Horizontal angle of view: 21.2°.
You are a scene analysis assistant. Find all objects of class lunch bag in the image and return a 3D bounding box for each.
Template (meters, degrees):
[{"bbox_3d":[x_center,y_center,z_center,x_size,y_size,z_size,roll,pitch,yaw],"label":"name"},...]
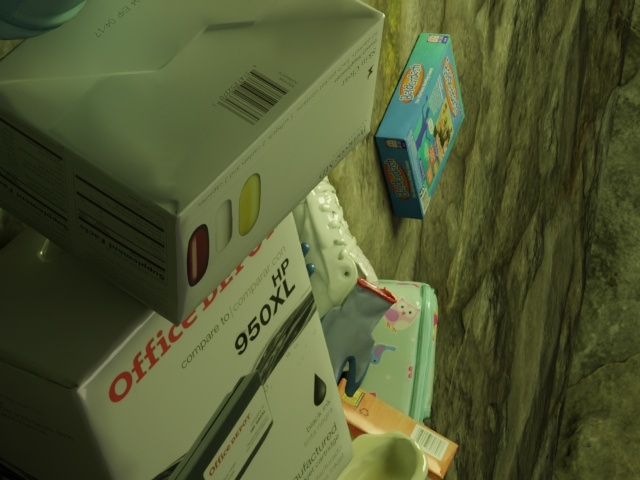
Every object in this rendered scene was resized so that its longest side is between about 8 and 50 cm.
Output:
[{"bbox_3d":[0.085,0.161,2.155,0.279,0.108,0.224,87,7,-87],"label":"lunch bag"}]

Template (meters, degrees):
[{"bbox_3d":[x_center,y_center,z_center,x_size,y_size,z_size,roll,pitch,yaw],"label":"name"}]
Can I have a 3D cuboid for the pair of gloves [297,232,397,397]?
[{"bbox_3d":[-0.026,0.082,1.795,0.159,0.198,0.023,-57,-167,6],"label":"pair of gloves"}]

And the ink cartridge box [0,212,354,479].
[{"bbox_3d":[-0.138,0.139,1.522,0.285,0.166,0.395,-49,143,-32],"label":"ink cartridge box"}]

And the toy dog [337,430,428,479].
[{"bbox_3d":[-0.032,0.411,1.811,0.408,0.285,0.395,77,29,-46],"label":"toy dog"}]

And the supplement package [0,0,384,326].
[{"bbox_3d":[-0.108,-0.104,1.358,0.262,0.204,0.145,-47,159,-30],"label":"supplement package"}]

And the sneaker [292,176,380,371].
[{"bbox_3d":[0.000,0.000,1.865,0.114,0.152,0.305,-10,102,-69],"label":"sneaker"}]

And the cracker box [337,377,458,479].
[{"bbox_3d":[0.040,0.289,1.997,0.232,0.156,0.067,-62,176,38],"label":"cracker box"}]

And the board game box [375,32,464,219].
[{"bbox_3d":[0.141,-0.159,2.376,0.160,0.047,0.210,74,32,-45],"label":"board game box"}]

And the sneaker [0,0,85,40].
[{"bbox_3d":[-0.222,-0.226,1.268,0.135,0.150,0.366,49,4,-13],"label":"sneaker"}]
